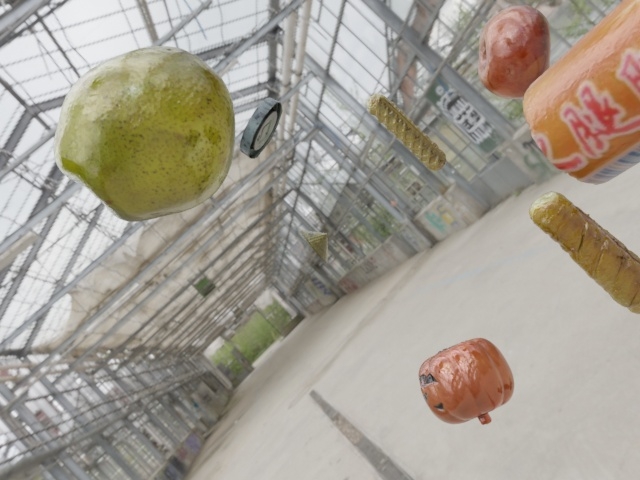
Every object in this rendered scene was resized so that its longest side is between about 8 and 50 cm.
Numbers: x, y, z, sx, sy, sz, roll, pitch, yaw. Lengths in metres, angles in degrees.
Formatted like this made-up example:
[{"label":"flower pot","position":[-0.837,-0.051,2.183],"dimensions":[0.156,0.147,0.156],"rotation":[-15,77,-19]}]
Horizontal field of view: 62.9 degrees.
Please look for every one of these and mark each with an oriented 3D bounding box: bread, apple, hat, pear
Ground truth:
[{"label":"bread","position":[0.301,-0.371,1.807],"dimensions":[0.077,0.367,0.084],"rotation":[-41,21,31]},{"label":"apple","position":[0.591,-0.572,1.599],"dimensions":[0.251,0.206,0.272],"rotation":[-51,-40,-67]},{"label":"hat","position":[0.000,0.000,1.728],"dimensions":[0.067,0.146,0.146],"rotation":[-40,-3,2]},{"label":"pear","position":[-0.278,-0.179,0.872],"dimensions":[0.294,0.294,0.294],"rotation":[-45,-4,-4]}]

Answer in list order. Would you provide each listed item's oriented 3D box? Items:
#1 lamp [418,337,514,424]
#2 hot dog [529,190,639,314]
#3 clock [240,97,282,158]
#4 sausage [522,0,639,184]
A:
[{"label":"lamp","position":[0.295,0.290,1.052],"dimensions":[0.187,0.164,0.188],"rotation":[-22,-21,-9]},{"label":"hot dog","position":[0.481,0.025,0.912],"dimensions":[0.088,0.286,0.061],"rotation":[-52,-1,35]},{"label":"clock","position":[-0.078,-0.148,0.692],"dimensions":[0.085,0.017,0.085],"rotation":[-60,-4,-7]},{"label":"sausage","position":[0.506,-0.253,0.842],"dimensions":[0.233,0.233,0.287],"rotation":[-43,-2,-34]}]
